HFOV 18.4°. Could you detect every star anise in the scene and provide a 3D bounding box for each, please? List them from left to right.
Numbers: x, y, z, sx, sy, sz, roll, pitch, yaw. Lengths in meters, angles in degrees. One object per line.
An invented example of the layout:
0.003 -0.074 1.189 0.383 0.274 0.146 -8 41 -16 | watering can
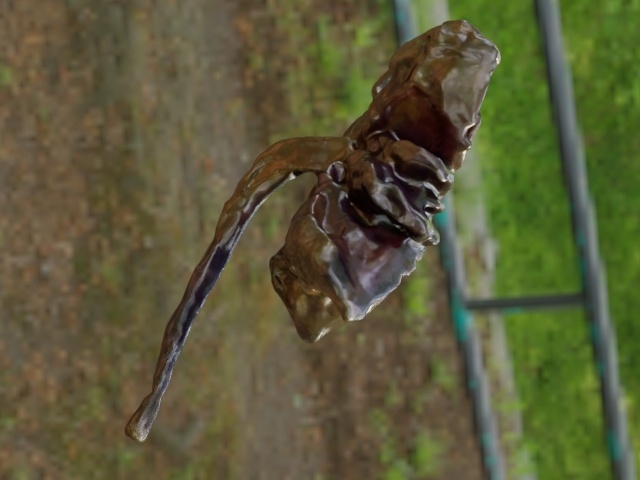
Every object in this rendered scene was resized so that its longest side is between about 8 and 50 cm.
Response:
0.000 0.000 0.696 0.190 0.070 0.097 -56 -173 -21 | star anise
